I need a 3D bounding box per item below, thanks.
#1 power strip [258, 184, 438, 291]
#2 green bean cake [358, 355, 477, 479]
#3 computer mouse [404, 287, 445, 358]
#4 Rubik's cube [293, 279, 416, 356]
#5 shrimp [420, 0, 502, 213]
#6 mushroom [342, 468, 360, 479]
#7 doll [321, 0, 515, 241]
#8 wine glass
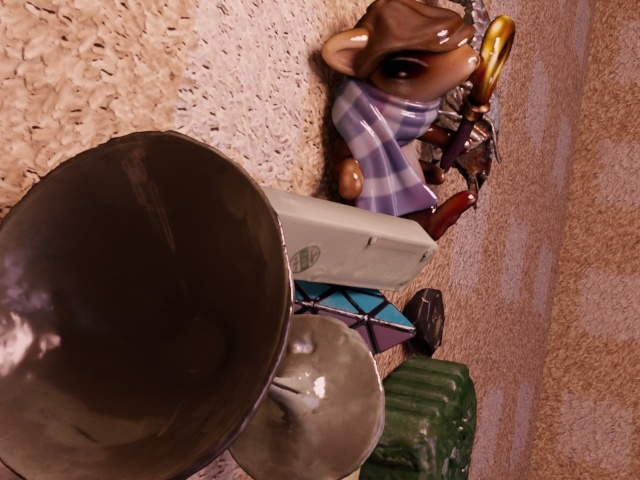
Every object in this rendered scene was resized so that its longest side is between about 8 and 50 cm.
[{"bbox_3d":[0.000,0.000,0.893,0.385,0.062,0.091,10,124,-48],"label":"power strip"},{"bbox_3d":[0.172,0.392,1.326,0.308,0.169,0.300,-30,122,-59],"label":"green bean cake"},{"bbox_3d":[0.195,0.157,1.430,0.192,0.062,0.106,69,37,-52],"label":"computer mouse"},{"bbox_3d":[0.043,0.131,1.004,0.211,0.178,0.191,-32,127,-55],"label":"Rubik's cube"},{"bbox_3d":[0.250,-0.255,1.342,0.221,0.165,0.411,-86,-177,-80],"label":"shrimp"},{"bbox_3d":[0.015,0.335,1.098,0.333,0.087,0.107,-65,147,-35],"label":"mushroom"},{"bbox_3d":[0.126,-0.162,1.051,0.317,0.209,0.340,-23,124,-43],"label":"doll"},{"bbox_3d":[-0.085,0.116,0.685,0.406,0.267,0.267,52,51,-61],"label":"wine glass"}]
